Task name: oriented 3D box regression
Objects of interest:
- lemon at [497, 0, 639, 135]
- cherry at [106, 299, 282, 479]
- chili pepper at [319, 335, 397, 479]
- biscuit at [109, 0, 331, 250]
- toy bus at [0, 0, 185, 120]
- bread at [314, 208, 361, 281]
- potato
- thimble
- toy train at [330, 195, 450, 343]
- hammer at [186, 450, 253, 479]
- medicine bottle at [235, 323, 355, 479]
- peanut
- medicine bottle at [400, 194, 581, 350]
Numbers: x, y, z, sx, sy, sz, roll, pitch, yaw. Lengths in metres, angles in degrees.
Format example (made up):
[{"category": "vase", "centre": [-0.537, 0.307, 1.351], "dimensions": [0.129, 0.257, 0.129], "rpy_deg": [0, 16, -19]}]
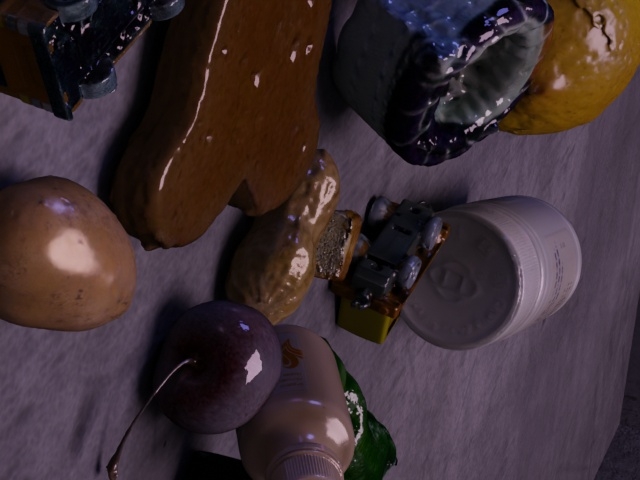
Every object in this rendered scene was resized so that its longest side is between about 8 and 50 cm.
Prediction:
[{"category": "lemon", "centre": [0.256, -0.261, 1.911], "dimensions": [0.293, 0.293, 0.293], "rpy_deg": [15, 90, -70]}, {"category": "cherry", "centre": [-0.109, 0.142, 1.483], "dimensions": [0.188, 0.115, 0.148], "rpy_deg": [-61, -168, 4]}, {"category": "chili pepper", "centre": [0.009, 0.203, 1.786], "dimensions": [0.136, 0.099, 0.270], "rpy_deg": [-60, 144, -32]}, {"category": "biscuit", "centre": [-0.059, -0.205, 1.400], "dimensions": [0.368, 0.076, 0.394], "rpy_deg": [-26, 131, -65]}, {"category": "toy bus", "centre": [-0.161, -0.179, 1.089], "dimensions": [0.182, 0.103, 0.091], "rpy_deg": [-55, 153, -32]}, {"category": "bread", "centre": [-0.002, 0.000, 1.697], "dimensions": [0.070, 0.077, 0.083], "rpy_deg": [6, 99, -82]}, {"category": "potato", "centre": [-0.191, 0.009, 1.150], "dimensions": [0.147, 0.112, 0.112], "rpy_deg": [41, 65, -61]}, {"category": "thimble", "centre": [0.126, -0.200, 1.695], "dimensions": [0.237, 0.150, 0.237], "rpy_deg": [-37, 154, -22]}, {"category": "toy train", "centre": [0.082, 0.033, 1.928], "dimensions": [0.219, 0.089, 0.127], "rpy_deg": [-55, 162, -45]}, {"category": "hammer", "centre": [-0.154, 0.298, 1.447], "dimensions": [0.409, 0.095, 0.242], "rpy_deg": [43, 64, -70]}, {"category": "medicine bottle", "centre": [-0.025, 0.185, 1.551], "dimensions": [0.252, 0.114, 0.114], "rpy_deg": [-106, -161, -62]}, {"category": "peanut", "centre": [-0.034, -0.006, 1.579], "dimensions": [0.089, 0.089, 0.192], "rpy_deg": [58, 47, -64]}, {"category": "medicine bottle", "centre": [0.230, 0.039, 2.169], "dimensions": [0.332, 0.190, 0.190], "rpy_deg": [-11, 114, -69]}]
